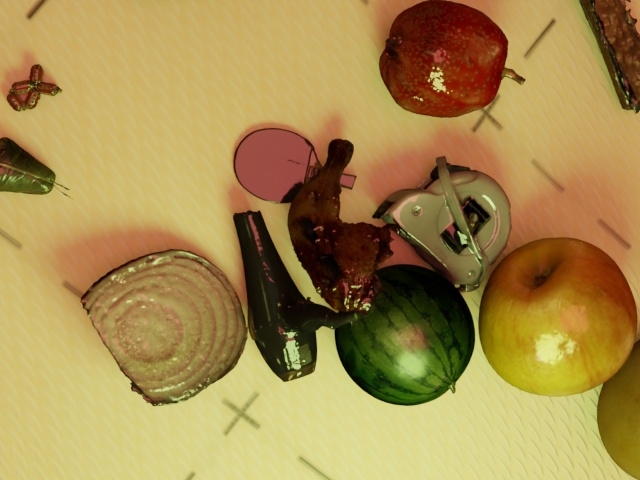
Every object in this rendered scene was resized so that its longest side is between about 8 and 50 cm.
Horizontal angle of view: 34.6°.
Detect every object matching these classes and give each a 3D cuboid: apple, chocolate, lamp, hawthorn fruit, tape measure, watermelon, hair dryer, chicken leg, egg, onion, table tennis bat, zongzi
[{"bbox_3d":[0.408,0.129,1.789,0.286,0.286,0.233,-29,121,-7],"label":"apple"},{"bbox_3d":[0.528,-0.392,1.878,0.102,0.065,0.329,-32,101,-26],"label":"chocolate"},{"bbox_3d":[-0.481,-0.247,1.709,0.083,0.031,0.063,-39,99,-2],"label":"lamp"},{"bbox_3d":[0.232,-0.302,1.763,0.253,0.205,0.205,12,92,-19],"label":"hawthorn fruit"},{"bbox_3d":[0.240,-0.035,1.824,0.236,0.120,0.197,43,84,-16],"label":"tape measure"},{"bbox_3d":[0.145,0.162,1.761,0.243,0.242,0.242,-1,95,-11],"label":"watermelon"},{"bbox_3d":[-0.027,0.085,1.665,0.120,0.359,0.303,-15,94,-27],"label":"hair dryer"},{"bbox_3d":[0.031,-0.023,1.725,0.177,0.083,0.322,-28,61,3],"label":"chicken leg"},{"bbox_3d":[0.646,0.290,1.861,0.250,0.250,0.322,41,81,-12],"label":"egg"},{"bbox_3d":[-0.262,0.145,1.753,0.247,0.111,0.250,-32,89,-29],"label":"onion"},{"bbox_3d":[-0.045,-0.124,1.809,0.221,0.019,0.130,12,93,-10],"label":"table tennis bat"},{"bbox_3d":[-0.501,-0.079,1.696,0.154,0.062,0.130,39,70,-18],"label":"zongzi"}]
